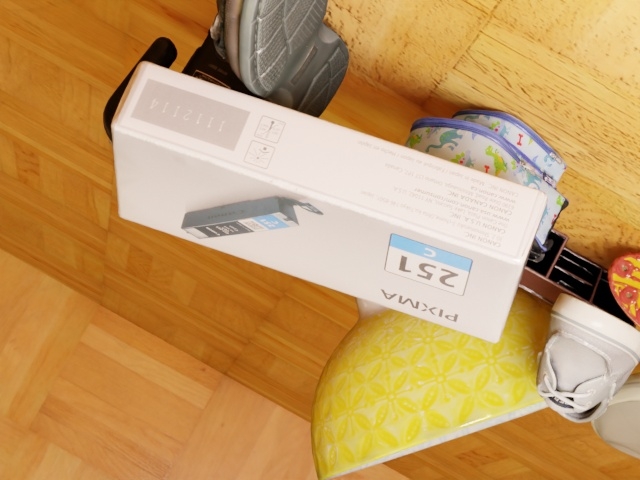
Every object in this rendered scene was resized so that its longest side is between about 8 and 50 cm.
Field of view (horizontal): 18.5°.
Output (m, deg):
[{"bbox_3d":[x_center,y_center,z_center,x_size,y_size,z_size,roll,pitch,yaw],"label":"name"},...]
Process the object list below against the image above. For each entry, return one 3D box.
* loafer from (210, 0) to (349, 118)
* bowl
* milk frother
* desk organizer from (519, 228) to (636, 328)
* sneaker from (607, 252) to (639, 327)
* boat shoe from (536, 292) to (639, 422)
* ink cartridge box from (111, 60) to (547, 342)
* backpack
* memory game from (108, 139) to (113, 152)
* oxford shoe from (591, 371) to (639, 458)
[{"bbox_3d":[-0.044,-0.151,1.370,0.084,0.096,0.267,32,171,15],"label":"loafer"},{"bbox_3d":[0.111,0.106,1.833,0.289,0.289,0.156,118,134,-78],"label":"bowl"},{"bbox_3d":[-0.091,-0.088,1.615,0.129,0.134,0.143,26,168,40],"label":"milk frother"},{"bbox_3d":[0.208,0.030,1.633,0.130,0.047,0.050,29,166,0],"label":"desk organizer"},{"bbox_3d":[0.301,0.067,1.541,0.175,0.064,0.067,31,178,5],"label":"sneaker"},{"bbox_3d":[0.215,0.106,1.602,0.079,0.081,0.227,27,170,14],"label":"boat shoe"},{"bbox_3d":[0.000,0.000,1.434,0.296,0.066,0.261,19,155,6],"label":"ink cartridge box"},{"bbox_3d":[0.114,-0.048,1.431,0.105,0.084,0.114,5,155,47],"label":"backpack"},{"bbox_3d":[-0.149,-0.065,2.144,0.186,0.012,0.186,28,167,7],"label":"memory game"},{"bbox_3d":[0.377,0.197,1.674,0.169,0.130,0.449,25,169,-29],"label":"oxford shoe"}]
